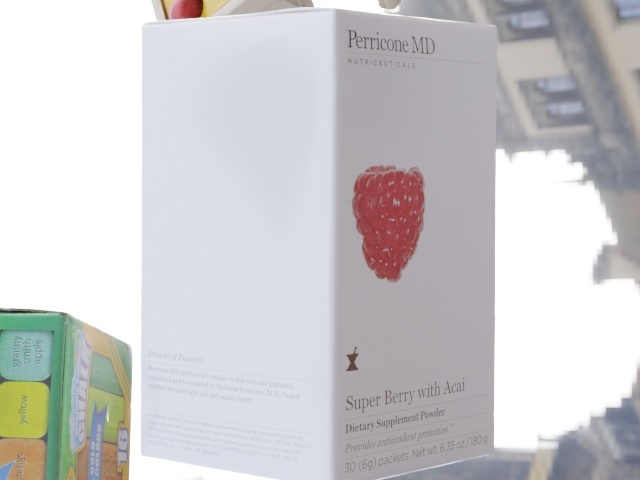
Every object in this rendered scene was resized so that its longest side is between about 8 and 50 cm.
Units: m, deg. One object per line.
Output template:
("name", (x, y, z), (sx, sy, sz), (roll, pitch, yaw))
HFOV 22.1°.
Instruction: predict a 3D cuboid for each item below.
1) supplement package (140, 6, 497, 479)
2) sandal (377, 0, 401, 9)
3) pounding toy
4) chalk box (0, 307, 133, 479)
("supplement package", (0.000, 0.000, 1.090), (0.177, 0.175, 0.293), (-4, -86, -49))
("sandal", (0.098, -0.227, 0.880), (0.088, 0.079, 0.240), (76, -151, -63))
("pounding toy", (-0.097, -0.218, 1.368), (0.100, 0.130, 0.141), (24, -141, -47))
("chalk box", (-0.258, 0.147, 1.236), (0.289, 0.179, 0.180), (58, -147, -80))
